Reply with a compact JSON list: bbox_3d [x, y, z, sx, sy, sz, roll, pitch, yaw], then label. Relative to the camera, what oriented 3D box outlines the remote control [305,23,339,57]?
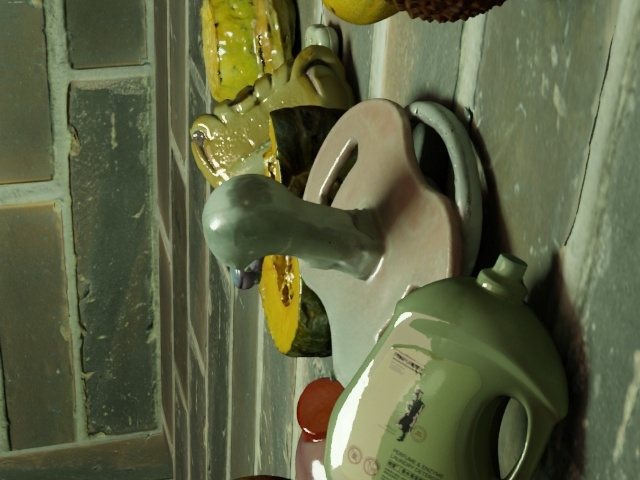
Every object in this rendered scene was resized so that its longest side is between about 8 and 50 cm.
[{"bbox_3d":[0.004,-0.215,1.569,0.074,0.032,0.122,-136,42,-65],"label":"remote control"}]

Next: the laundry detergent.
[{"bbox_3d":[0.115,0.130,1.033,0.181,0.091,0.253,31,107,27],"label":"laundry detergent"}]

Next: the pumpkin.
[{"bbox_3d":[0.001,0.000,1.466,0.190,0.139,0.281,127,137,-68],"label":"pumpkin"}]

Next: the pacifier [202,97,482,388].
[{"bbox_3d":[0.032,0.000,1.209,0.220,0.273,0.332,76,176,-47],"label":"pacifier"}]

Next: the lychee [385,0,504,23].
[{"bbox_3d":[0.098,-0.255,0.923,0.194,0.194,0.195,174,90,-75],"label":"lychee"}]

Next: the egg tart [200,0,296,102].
[{"bbox_3d":[-0.113,-0.295,1.840,0.288,0.118,0.288,171,90,-79],"label":"egg tart"}]

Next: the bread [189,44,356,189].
[{"bbox_3d":[-0.056,-0.137,1.524,0.134,0.225,0.081,67,-161,13],"label":"bread"}]

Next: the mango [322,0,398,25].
[{"bbox_3d":[0.057,-0.310,1.191,0.262,0.108,0.157,103,147,-63],"label":"mango"}]

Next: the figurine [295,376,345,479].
[{"bbox_3d":[0.057,0.245,1.304,0.173,0.173,0.173,174,90,-75],"label":"figurine"}]

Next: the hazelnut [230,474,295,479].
[{"bbox_3d":[-0.077,0.462,1.448,0.409,0.359,0.359,-34,-54,-62],"label":"hazelnut"}]

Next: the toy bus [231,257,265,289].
[{"bbox_3d":[-0.056,-0.022,1.674,0.202,0.141,0.142,127,129,-68],"label":"toy bus"}]
